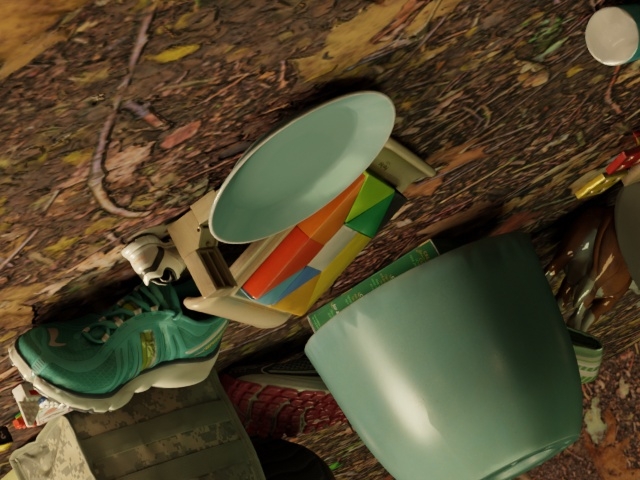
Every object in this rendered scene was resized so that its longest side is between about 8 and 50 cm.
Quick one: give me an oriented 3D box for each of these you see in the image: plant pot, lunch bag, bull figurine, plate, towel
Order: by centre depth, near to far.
[{"bbox_3d":[-0.019,-0.066,1.608,0.188,0.024,0.188,-31,158,-15],"label":"plate"},{"bbox_3d":[-0.180,0.316,2.178,0.235,0.287,0.169,-13,161,-41],"label":"lunch bag"},{"bbox_3d":[0.164,0.163,2.195,0.293,0.235,0.293,-26,165,-7],"label":"plant pot"},{"bbox_3d":[0.248,0.129,2.519,0.248,0.038,0.325,15,169,10],"label":"towel"},{"bbox_3d":[0.362,0.044,2.530,0.188,0.101,0.310,-56,157,-4],"label":"bull figurine"}]

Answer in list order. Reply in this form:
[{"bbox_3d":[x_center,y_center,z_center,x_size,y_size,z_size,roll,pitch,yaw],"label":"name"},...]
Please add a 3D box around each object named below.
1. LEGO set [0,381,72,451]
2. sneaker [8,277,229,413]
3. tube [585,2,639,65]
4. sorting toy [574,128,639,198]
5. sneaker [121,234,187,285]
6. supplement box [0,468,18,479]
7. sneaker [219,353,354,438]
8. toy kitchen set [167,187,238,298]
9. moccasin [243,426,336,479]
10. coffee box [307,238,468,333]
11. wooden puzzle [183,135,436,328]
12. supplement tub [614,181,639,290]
[{"bbox_3d":[-0.235,0.160,2.005,0.244,0.060,0.182,-23,162,-14],"label":"LEGO set"},{"bbox_3d":[-0.182,0.082,1.794,0.275,0.107,0.110,-15,143,-54],"label":"sneaker"},{"bbox_3d":[0.313,-0.197,1.764,0.080,0.052,0.207,-24,176,37],"label":"tube"},{"bbox_3d":[0.404,-0.124,2.174,0.274,0.046,0.132,-22,165,-23],"label":"sorting toy"},{"bbox_3d":[-0.137,0.021,1.713,0.040,0.043,0.109,-36,165,24],"label":"sneaker"},{"bbox_3d":[-0.324,0.298,2.263,0.056,0.083,0.083,-11,158,-46],"label":"supplement box"},{"bbox_3d":[0.004,0.172,2.392,0.299,0.112,0.121,-2,148,-32],"label":"sneaker"},{"bbox_3d":[-0.071,-0.004,1.677,0.083,0.075,0.068,-36,165,28],"label":"toy kitchen set"},{"bbox_3d":[-0.067,0.332,2.395,0.139,0.147,0.380,-26,-162,-23],"label":"moccasin"},{"bbox_3d":[0.087,0.059,2.253,0.184,0.040,0.113,-33,165,24],"label":"coffee box"},{"bbox_3d":[0.000,0.000,1.794,0.239,0.044,0.221,-43,164,7],"label":"wooden puzzle"},{"bbox_3d":[0.544,-0.039,2.352,0.316,0.228,0.228,-23,165,-19],"label":"supplement tub"}]
